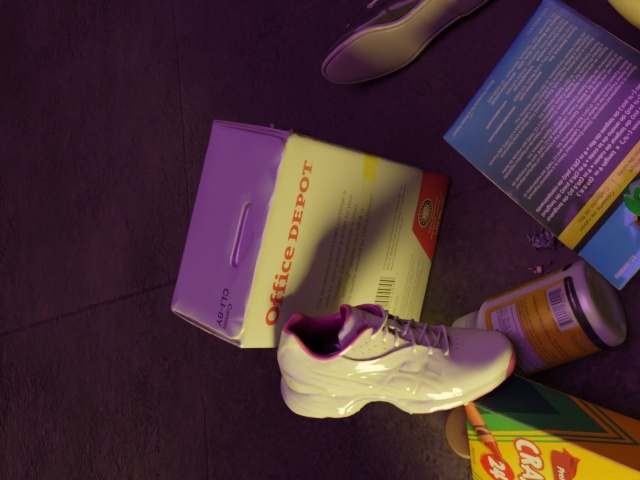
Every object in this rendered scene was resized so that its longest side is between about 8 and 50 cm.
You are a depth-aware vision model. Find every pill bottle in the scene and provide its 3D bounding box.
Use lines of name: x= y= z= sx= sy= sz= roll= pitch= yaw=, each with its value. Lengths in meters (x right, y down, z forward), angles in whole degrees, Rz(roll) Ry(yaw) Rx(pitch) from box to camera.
pill bottle: x=0.289 y=0.116 z=0.992 sx=0.208 sy=0.119 sz=0.119 roll=-29 pitch=67 yaw=35

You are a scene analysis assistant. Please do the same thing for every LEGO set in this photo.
LEGO set: x=0.317 y=0.008 z=1.044 sx=0.054 sy=0.023 sz=0.083 roll=-5 pitch=81 yaw=40

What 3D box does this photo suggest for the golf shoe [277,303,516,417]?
golf shoe: x=0.091 y=0.141 z=0.922 sx=0.306 sy=0.140 sz=0.115 roll=-9 pitch=32 yaw=4

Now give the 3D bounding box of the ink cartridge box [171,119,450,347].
ink cartridge box: x=0.000 y=0.000 z=1.078 sx=0.160 sy=0.384 sz=0.279 roll=17 pitch=95 yaw=41

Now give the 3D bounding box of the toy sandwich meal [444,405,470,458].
toy sandwich meal: x=0.223 y=0.281 z=1.090 sx=0.085 sy=0.029 sz=0.086 roll=-2 pitch=87 yaw=43

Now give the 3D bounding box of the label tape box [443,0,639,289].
label tape box: x=0.361 y=-0.130 z=0.969 sx=0.334 sy=0.106 sz=0.241 roll=49 pitch=116 yaw=31

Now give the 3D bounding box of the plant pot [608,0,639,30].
plant pot: x=0.409 y=-0.379 z=0.835 sx=0.284 sy=0.190 sz=0.284 roll=-171 pitch=90 yaw=-66

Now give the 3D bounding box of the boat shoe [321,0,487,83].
boat shoe: x=0.142 y=-0.371 z=1.198 sx=0.335 sy=0.112 sz=0.096 roll=-27 pitch=50 yaw=29

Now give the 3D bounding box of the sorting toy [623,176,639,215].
sorting toy: x=0.459 y=0.029 z=0.809 sx=0.132 sy=0.046 sz=0.275 roll=-31 pitch=82 yaw=24

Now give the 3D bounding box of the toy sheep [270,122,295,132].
toy sheep: x=-0.079 y=-0.163 z=1.368 sx=0.091 sy=0.091 sz=0.132 roll=-31 pitch=52 yaw=34

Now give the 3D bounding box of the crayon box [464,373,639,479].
crayon box: x=0.335 y=0.299 z=0.895 sx=0.318 sy=0.081 sz=0.202 roll=15 pitch=128 yaw=41
